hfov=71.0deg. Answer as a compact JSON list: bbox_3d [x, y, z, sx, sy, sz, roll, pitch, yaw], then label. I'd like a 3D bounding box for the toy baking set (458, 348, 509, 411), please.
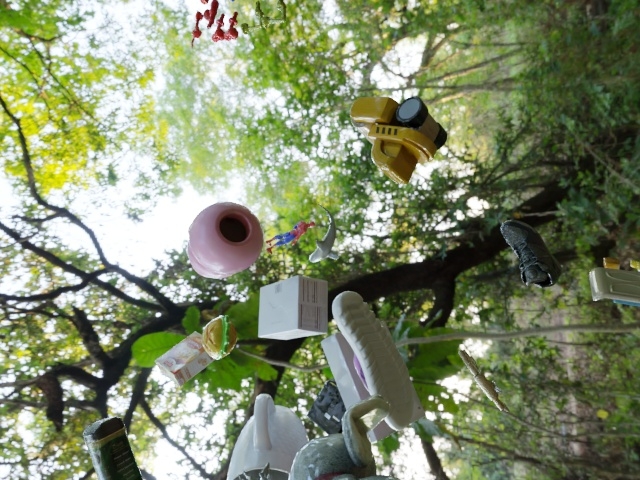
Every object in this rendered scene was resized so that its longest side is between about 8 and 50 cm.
[{"bbox_3d":[0.518,0.436,1.393,0.256,0.030,0.197,54,-165,10],"label":"toy baking set"}]

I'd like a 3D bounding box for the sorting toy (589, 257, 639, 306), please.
[{"bbox_3d":[0.784,0.106,1.085,0.307,0.229,0.041,-27,-64,-59],"label":"sorting toy"}]

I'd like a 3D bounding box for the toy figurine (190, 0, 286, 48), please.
[{"bbox_3d":[-0.233,-0.552,0.911,0.217,0.363,0.191,24,-97,-47],"label":"toy figurine"}]

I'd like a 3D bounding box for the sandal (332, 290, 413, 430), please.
[{"bbox_3d":[0.147,0.345,1.317,0.170,0.102,0.415,-17,-100,-45],"label":"sandal"}]

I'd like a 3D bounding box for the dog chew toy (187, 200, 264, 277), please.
[{"bbox_3d":[-0.297,0.019,1.327,0.207,0.332,0.206,10,-114,-23],"label":"dog chew toy"}]

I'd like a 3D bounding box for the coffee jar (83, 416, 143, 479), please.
[{"bbox_3d":[-0.488,0.511,1.058,0.079,0.096,0.184,-15,-98,-54],"label":"coffee jar"}]

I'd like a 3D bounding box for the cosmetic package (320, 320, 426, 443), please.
[{"bbox_3d":[0.193,0.501,1.626,0.285,0.097,0.376,-3,-118,-41],"label":"cosmetic package"}]

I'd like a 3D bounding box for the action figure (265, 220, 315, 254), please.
[{"bbox_3d":[-0.060,-0.010,0.931,0.030,0.115,0.038,43,-153,-38],"label":"action figure"}]

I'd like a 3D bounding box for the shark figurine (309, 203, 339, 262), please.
[{"bbox_3d":[0.017,-0.019,2.087,0.116,0.166,0.277,10,-84,-45],"label":"shark figurine"}]

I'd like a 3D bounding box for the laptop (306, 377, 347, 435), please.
[{"bbox_3d":[0.111,0.669,1.831,0.137,0.234,0.264,40,-105,-27],"label":"laptop"}]

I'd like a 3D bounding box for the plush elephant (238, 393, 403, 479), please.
[{"bbox_3d":[0.036,0.346,0.531,0.330,0.272,0.255,49,-171,1],"label":"plush elephant"}]

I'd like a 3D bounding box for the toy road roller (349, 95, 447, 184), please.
[{"bbox_3d":[0.234,-0.332,1.507,0.203,0.330,0.240,31,-97,-45],"label":"toy road roller"}]

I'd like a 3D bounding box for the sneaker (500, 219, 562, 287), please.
[{"bbox_3d":[0.608,0.043,1.308,0.227,0.087,0.130,54,-140,2],"label":"sneaker"}]

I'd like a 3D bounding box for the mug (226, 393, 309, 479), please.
[{"bbox_3d":[-0.172,0.706,1.539,0.328,0.277,0.373,-90,-7,-68],"label":"mug"}]

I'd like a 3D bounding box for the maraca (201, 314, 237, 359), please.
[{"bbox_3d":[-0.291,0.281,1.313,0.099,0.186,0.127,5,-110,-24],"label":"maraca"}]

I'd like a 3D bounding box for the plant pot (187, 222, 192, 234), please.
[{"bbox_3d":[-0.406,-0.007,1.739,0.191,0.191,0.174,-61,-40,-48],"label":"plant pot"}]

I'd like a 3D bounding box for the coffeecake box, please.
[{"bbox_3d":[-0.494,0.438,1.676,0.186,0.143,0.068,-36,-55,-36],"label":"coffeecake box"}]

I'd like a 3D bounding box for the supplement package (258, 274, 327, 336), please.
[{"bbox_3d":[-0.108,0.265,1.737,0.145,0.262,0.203,16,-115,-37],"label":"supplement package"}]
